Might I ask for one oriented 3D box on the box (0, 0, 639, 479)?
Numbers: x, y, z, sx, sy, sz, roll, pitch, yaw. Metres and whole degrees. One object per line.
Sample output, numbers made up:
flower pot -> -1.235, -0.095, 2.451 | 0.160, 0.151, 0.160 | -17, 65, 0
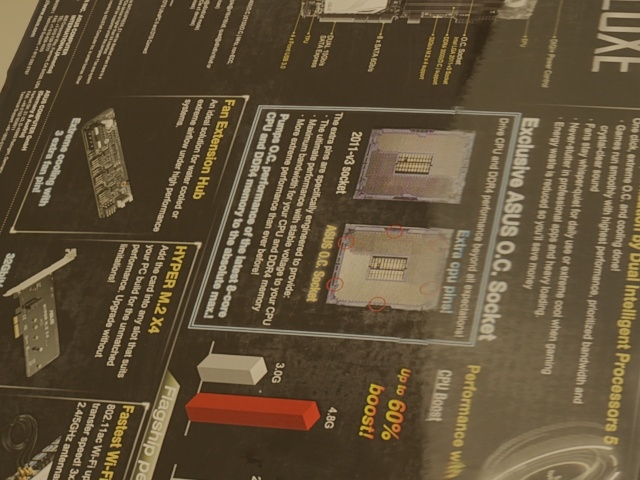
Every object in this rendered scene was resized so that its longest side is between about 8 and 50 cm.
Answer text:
box -> 0.000, 0.000, 0.551 | 0.242, 0.307, 0.076 | 2, 143, 18
